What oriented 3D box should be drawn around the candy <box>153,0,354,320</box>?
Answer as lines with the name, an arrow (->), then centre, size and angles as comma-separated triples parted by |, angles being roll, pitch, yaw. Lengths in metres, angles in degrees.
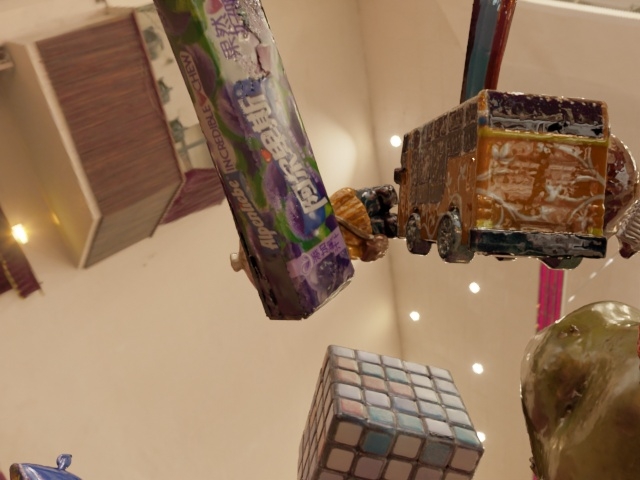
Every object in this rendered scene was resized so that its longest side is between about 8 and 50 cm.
candy -> -0.053, -0.082, 0.523 | 0.061, 0.088, 0.312 | -6, -69, 37

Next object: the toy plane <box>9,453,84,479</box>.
toy plane -> -0.109, 0.182, 0.298 | 0.054, 0.062, 0.167 | -39, -93, 31

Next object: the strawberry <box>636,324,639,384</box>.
strawberry -> 0.266, 0.077, 0.379 | 0.098, 0.175, 0.228 | 80, -5, -54

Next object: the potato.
potato -> 0.301, 0.170, 0.585 | 0.351, 0.203, 0.218 | -128, -135, -83

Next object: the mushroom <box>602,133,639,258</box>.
mushroom -> 0.614, -0.118, 1.402 | 0.334, 0.357, 0.331 | 55, -24, 32

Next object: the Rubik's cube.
Rubik's cube -> 0.120, 0.421, 1.197 | 0.287, 0.292, 0.292 | -92, -165, -73

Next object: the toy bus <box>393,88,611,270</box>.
toy bus -> 0.205, -0.068, 0.745 | 0.323, 0.162, 0.194 | -160, -107, -83

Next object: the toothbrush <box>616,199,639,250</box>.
toothbrush -> 0.319, -0.114, 0.467 | 0.025, 0.275, 0.019 | 29, 10, -3

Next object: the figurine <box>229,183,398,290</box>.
figurine -> -0.009, -0.005, 1.160 | 0.205, 0.332, 0.185 | 3, -66, 51

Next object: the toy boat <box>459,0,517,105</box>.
toy boat -> 0.279, -0.306, 0.974 | 0.080, 0.136, 0.391 | 9, -78, 14
